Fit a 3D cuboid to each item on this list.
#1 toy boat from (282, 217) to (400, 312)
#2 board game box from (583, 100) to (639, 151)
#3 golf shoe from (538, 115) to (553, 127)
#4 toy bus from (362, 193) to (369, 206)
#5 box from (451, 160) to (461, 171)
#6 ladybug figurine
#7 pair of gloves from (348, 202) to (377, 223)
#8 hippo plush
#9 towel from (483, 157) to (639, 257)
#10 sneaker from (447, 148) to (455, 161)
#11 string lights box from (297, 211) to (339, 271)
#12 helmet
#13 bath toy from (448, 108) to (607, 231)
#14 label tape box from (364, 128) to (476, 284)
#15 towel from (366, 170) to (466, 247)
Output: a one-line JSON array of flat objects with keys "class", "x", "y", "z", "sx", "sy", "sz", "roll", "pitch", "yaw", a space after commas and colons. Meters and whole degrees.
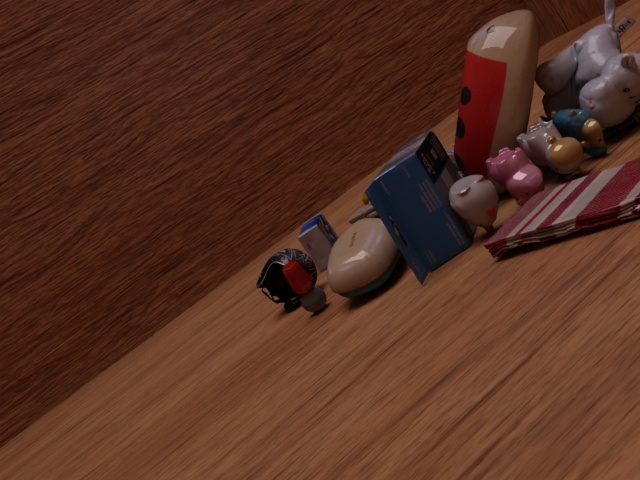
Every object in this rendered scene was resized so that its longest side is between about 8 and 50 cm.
[{"class": "toy boat", "x": 0.063, "y": 0.072, "z": 1.842, "sx": 0.318, "sy": 0.148, "sz": 0.267, "roll": -24, "pitch": 23, "yaw": 27}, {"class": "board game box", "x": 0.656, "y": -0.257, "z": 1.759, "sx": 0.260, "sy": 0.030, "sz": 0.136, "roll": -30, "pitch": 7, "yaw": 25}, {"class": "golf shoe", "x": 0.653, "y": -0.325, "z": 1.961, "sx": 0.176, "sy": 0.086, "sz": 0.069, "roll": -27, "pitch": 9, "yaw": 34}, {"class": "toy bus", "x": 0.235, "y": -0.161, "z": 2.572, "sx": 0.202, "sy": 0.104, "sz": 0.191, "roll": -34, "pitch": 9, "yaw": 7}, {"class": "box", "x": 0.357, "y": -0.178, "z": 2.358, "sx": 0.183, "sy": 0.059, "sz": 0.232, "roll": -33, "pitch": 9, "yaw": 0}, {"class": "ladybug figurine", "x": 0.412, "y": -0.321, "z": 1.790, "sx": 0.162, "sy": 0.449, "sz": 0.305, "roll": 7, "pitch": 21, "yaw": 10}, {"class": "pair of gloves", "x": 0.198, "y": -0.132, "z": 1.961, "sx": 0.240, "sy": 0.042, "sz": 0.204, "roll": -36, "pitch": 10, "yaw": -31}, {"class": "hippo plush", "x": 0.665, "y": -0.358, "z": 1.696, "sx": 0.294, "sy": 0.234, "sz": 0.236, "roll": -47, "pitch": 36, "yaw": 13}, {"class": "towel", "x": 0.480, "y": -0.070, "z": 1.361, "sx": 0.237, "sy": 0.037, "sz": 0.329, "roll": -38, "pitch": 11, "yaw": -38}, {"class": "sneaker", "x": 0.468, "y": -0.295, "z": 2.581, "sx": 0.152, "sy": 0.058, "sz": 0.084, "roll": -29, "pitch": 15, "yaw": 7}, {"class": "string lights box", "x": 0.000, "y": 0.000, "z": 2.466, "sx": 0.077, "sy": 0.133, "sz": 0.259, "roll": -33, "pitch": 9, "yaw": 10}, {"class": "helmet", "x": -0.088, "y": 0.102, "z": 2.140, "sx": 0.161, "sy": 0.169, "sz": 0.169, "roll": -50, "pitch": 6, "yaw": 8}, {"class": "bath toy", "x": 0.440, "y": -0.141, "z": 1.601, "sx": 0.348, "sy": 0.129, "sz": 0.151, "roll": -35, "pitch": 18, "yaw": -6}, {"class": "label tape box", "x": 0.239, "y": -0.084, "z": 1.662, "sx": 0.106, "sy": 0.240, "sz": 0.333, "roll": -28, "pitch": 11, "yaw": 26}, {"class": "towel", "x": 0.258, "y": -0.084, "z": 1.991, "sx": 0.235, "sy": 0.121, "sz": 0.284, "roll": -35, "pitch": 8, "yaw": -10}]
